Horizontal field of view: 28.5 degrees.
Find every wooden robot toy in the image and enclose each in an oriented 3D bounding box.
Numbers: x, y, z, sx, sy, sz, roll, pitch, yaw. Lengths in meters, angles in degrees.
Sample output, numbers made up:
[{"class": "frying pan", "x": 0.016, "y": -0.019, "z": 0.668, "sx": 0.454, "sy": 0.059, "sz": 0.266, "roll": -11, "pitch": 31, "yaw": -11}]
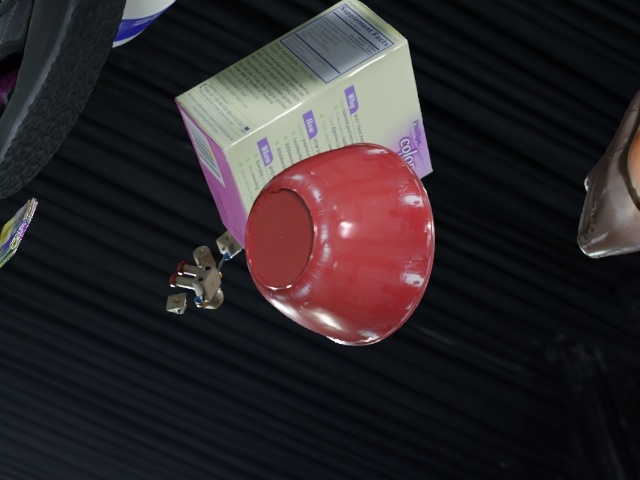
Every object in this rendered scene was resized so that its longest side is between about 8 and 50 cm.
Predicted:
[{"class": "wooden robot toy", "x": -0.176, "y": 0.068, "z": 1.933, "sx": 0.173, "sy": 0.076, "sz": 0.079, "roll": -58, "pitch": 144, "yaw": -35}]

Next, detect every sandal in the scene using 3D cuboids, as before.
[{"class": "sandal", "x": -0.300, "y": -0.253, "z": 1.408, "sx": 0.445, "sy": 0.107, "sz": 0.167, "roll": -64, "pitch": 169, "yaw": 24}]

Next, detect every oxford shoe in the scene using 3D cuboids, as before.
[{"class": "oxford shoe", "x": 0.356, "y": -0.092, "z": 1.397, "sx": 0.133, "sy": 0.130, "sz": 0.364, "roll": -36, "pitch": -175, "yaw": 32}]

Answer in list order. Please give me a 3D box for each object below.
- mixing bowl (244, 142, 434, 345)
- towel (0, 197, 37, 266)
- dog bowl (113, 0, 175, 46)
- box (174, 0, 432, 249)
[{"class": "mixing bowl", "x": 0.000, "y": 0.000, "z": 1.090, "sx": 0.181, "sy": 0.098, "sz": 0.181, "roll": -5, "pitch": -97, "yaw": 44}, {"class": "towel", "x": -0.302, "y": -0.001, "z": 1.217, "sx": 0.060, "sy": 0.009, "sz": 0.083, "roll": -38, "pitch": -155, "yaw": 31}, {"class": "dog bowl", "x": -0.306, "y": -0.393, "z": 1.665, "sx": 0.104, "sy": 0.265, "sz": 0.265, "roll": -24, "pitch": -140, "yaw": 51}, {"class": "box", "x": -0.013, "y": -0.120, "z": 1.449, "sx": 0.243, "sy": 0.213, "sz": 0.117, "roll": -32, "pitch": -131, "yaw": -13}]
